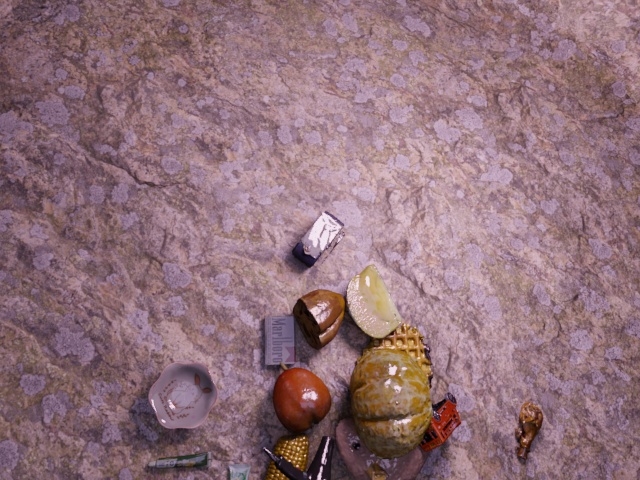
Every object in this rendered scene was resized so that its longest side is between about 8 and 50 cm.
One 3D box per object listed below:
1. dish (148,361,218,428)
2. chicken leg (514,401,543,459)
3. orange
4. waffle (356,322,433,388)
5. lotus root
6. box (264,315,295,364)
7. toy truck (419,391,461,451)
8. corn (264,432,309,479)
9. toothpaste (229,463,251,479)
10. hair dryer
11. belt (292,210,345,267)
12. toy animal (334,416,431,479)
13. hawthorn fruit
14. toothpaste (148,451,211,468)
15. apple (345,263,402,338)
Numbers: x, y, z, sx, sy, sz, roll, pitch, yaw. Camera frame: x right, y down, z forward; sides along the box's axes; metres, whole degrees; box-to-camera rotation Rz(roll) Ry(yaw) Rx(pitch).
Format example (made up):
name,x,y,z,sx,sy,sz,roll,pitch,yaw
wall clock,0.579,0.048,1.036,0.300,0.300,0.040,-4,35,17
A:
name,x,y,z,sx,sy,sz,roll,pitch,yaw
dish,-0.469,0.533,1.519,0.229,0.081,0.230,4,70,-11
chicken leg,0.790,0.725,1.678,0.085,0.101,0.208,13,79,26
orange,0.232,0.504,1.462,0.270,0.210,0.369,-4,40,4
waffle,0.304,0.484,1.678,0.307,0.060,0.312,-32,81,-15
lotus root,0.017,0.279,1.630,0.179,0.188,0.199,-20,75,-26
box,-0.152,0.372,1.643,0.115,0.036,0.178,1,73,-10
toy truck,0.416,0.638,1.556,0.252,0.107,0.114,-3,54,-55
corn,-0.132,0.837,1.457,0.143,0.144,0.388,14,68,-6
toothpaste,-0.283,0.906,1.459,0.074,0.048,0.297,5,69,-5
hair dryer,-0.066,0.702,1.402,0.271,0.091,0.236,40,47,-22
belt,0.000,0.000,1.726,0.126,0.140,0.230,38,69,4
toy animal,0.225,0.733,1.514,0.358,0.188,0.227,4,50,-10
hawthorn fruit,-0.082,0.537,1.541,0.199,0.199,0.251,-28,62,-16
toothpaste,-0.472,0.744,1.480,0.204,0.031,0.049,0,74,-12
apple,0.175,0.247,1.682,0.193,0.120,0.265,-21,80,-29
